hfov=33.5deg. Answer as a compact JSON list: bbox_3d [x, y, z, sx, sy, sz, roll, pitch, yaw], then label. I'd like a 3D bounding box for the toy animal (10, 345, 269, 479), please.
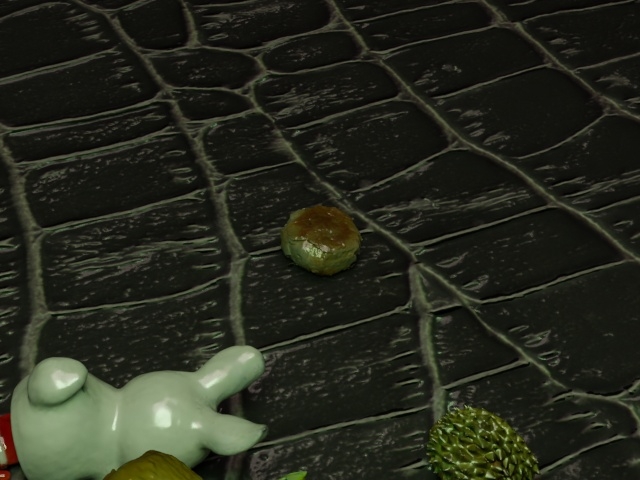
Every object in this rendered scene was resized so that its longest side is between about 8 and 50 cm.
[{"bbox_3d":[-0.261,0.258,1.571,0.367,0.241,0.196,-2,47,-5],"label":"toy animal"}]

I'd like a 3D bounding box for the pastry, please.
[{"bbox_3d":[0.002,-0.003,1.958,0.153,0.081,0.153,0,41,0],"label":"pastry"}]

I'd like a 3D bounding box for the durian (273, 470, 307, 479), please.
[{"bbox_3d":[-0.142,0.462,1.426,0.157,0.169,0.355,18,41,16],"label":"durian"}]

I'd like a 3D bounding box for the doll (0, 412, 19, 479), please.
[{"bbox_3d":[-0.551,0.325,1.606,0.245,0.076,0.142,-14,47,-23],"label":"doll"}]

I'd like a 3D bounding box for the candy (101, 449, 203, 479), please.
[{"bbox_3d":[-0.257,0.403,1.421,0.118,0.260,0.260,33,52,17],"label":"candy"}]

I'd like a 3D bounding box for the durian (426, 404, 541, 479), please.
[{"bbox_3d":[0.235,0.330,1.615,0.186,0.119,0.108,27,46,20],"label":"durian"}]
